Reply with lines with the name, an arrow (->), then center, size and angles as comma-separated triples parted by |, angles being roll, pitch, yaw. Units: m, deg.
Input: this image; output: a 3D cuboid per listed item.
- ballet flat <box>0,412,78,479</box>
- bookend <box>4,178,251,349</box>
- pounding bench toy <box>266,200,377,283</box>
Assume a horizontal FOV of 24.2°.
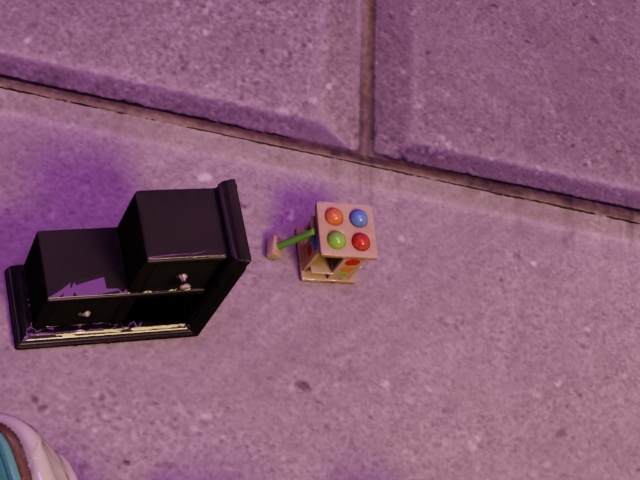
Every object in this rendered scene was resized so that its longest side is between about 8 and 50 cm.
ballet flat -> -0.185, 0.314, 1.036 | 0.139, 0.139, 0.400 | -4, 67, -23
bookend -> -0.154, 0.020, 1.176 | 0.156, 0.157, 0.072 | -3, 66, -24
pounding bench toy -> 0.000, 0.000, 1.301 | 0.083, 0.065, 0.052 | 4, 64, -20
